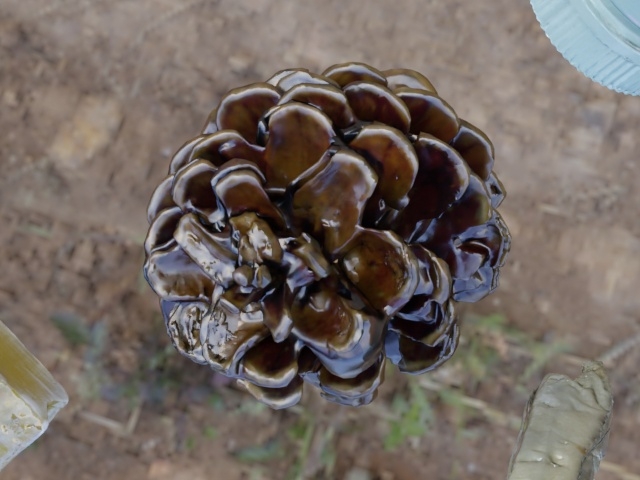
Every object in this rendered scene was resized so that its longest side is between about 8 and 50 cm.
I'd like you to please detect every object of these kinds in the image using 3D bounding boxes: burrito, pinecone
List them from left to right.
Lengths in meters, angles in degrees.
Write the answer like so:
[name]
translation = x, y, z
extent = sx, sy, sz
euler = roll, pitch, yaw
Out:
[pinecone]
translation = -0.008, 0.002, 1.113
extent = 0.243, 0.257, 0.243
euler = 22, 123, 38
[burrito]
translation = 0.169, 0.151, 1.183
extent = 0.063, 0.229, 0.058
euler = 11, 125, 13

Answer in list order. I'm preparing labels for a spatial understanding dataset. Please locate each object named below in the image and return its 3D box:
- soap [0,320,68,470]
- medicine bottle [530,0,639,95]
[soap]
translation = -0.365, 0.171, 1.417
extent = 0.173, 0.274, 0.089
euler = 46, -163, 0
[medicine bottle]
translation = 0.267, -0.219, 1.006
extent = 0.158, 0.158, 0.318
euler = 24, 153, -15
